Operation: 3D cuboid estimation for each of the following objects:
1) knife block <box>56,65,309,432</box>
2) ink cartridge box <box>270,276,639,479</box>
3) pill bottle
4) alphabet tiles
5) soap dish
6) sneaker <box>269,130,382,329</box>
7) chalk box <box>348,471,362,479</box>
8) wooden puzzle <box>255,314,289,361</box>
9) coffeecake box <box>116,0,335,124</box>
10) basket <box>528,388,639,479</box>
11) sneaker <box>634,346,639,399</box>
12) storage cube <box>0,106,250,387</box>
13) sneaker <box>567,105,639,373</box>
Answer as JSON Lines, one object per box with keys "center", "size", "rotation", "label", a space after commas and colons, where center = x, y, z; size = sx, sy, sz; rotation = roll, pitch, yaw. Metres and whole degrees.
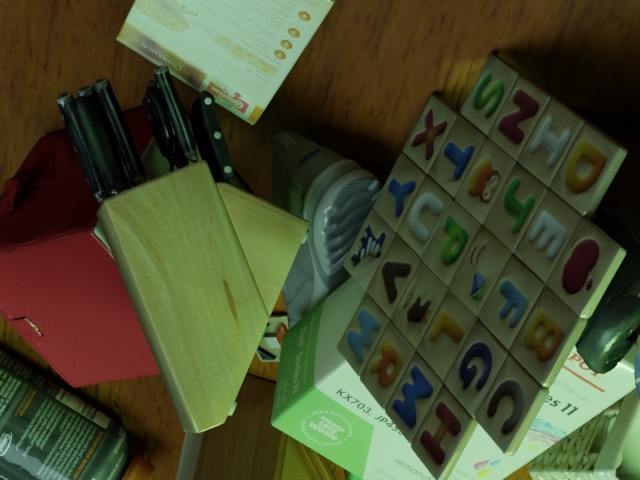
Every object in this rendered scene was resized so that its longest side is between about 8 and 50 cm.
{"center": [-0.146, -0.001, 1.538], "size": [0.242, 0.276, 0.088], "rotation": [24, 171, -7], "label": "knife block"}
{"center": [0.143, 0.082, 1.569], "size": [0.207, 0.119, 0.353], "rotation": [33, 128, -20], "label": "ink cartridge box"}
{"center": [-0.317, 0.240, 2.113], "size": [0.245, 0.130, 0.130], "rotation": [33, 143, -5], "label": "pill bottle"}
{"center": [0.116, 0.014, 1.410], "size": [0.011, 0.342, 0.285], "rotation": [21, 104, -28], "label": "alphabet tiles"}
{"center": [-0.054, 0.314, 1.971], "size": [0.118, 0.229, 0.291], "rotation": [-10, 131, 18], "label": "soap dish"}
{"center": [0.000, 0.000, 1.693], "size": [0.115, 0.105, 0.281], "rotation": [45, 151, 27], "label": "sneaker"}
{"center": [0.108, 0.256, 1.865], "size": [0.132, 0.132, 0.213], "rotation": [18, 140, 13], "label": "chalk box"}
{"center": [-0.049, 0.105, 1.886], "size": [0.116, 0.014, 0.078], "rotation": [-9, 129, 38], "label": "wooden puzzle"}
{"center": [-0.071, -0.202, 1.500], "size": [0.142, 0.068, 0.185], "rotation": [32, 142, -5], "label": "coffeecake box"}
{"center": [0.289, 0.236, 1.745], "size": [0.103, 0.113, 0.167], "rotation": [-7, 130, 40], "label": "basket"}
{"center": [0.344, 0.033, 1.367], "size": [0.182, 0.315, 0.127], "rotation": [60, 145, 27], "label": "sneaker"}
{"center": [-0.190, 0.006, 1.720], "size": [0.193, 0.184, 0.215], "rotation": [-12, 128, 40], "label": "storage cube"}
{"center": [0.205, -0.014, 1.388], "size": [0.162, 0.281, 0.106], "rotation": [34, 125, 8], "label": "sneaker"}
